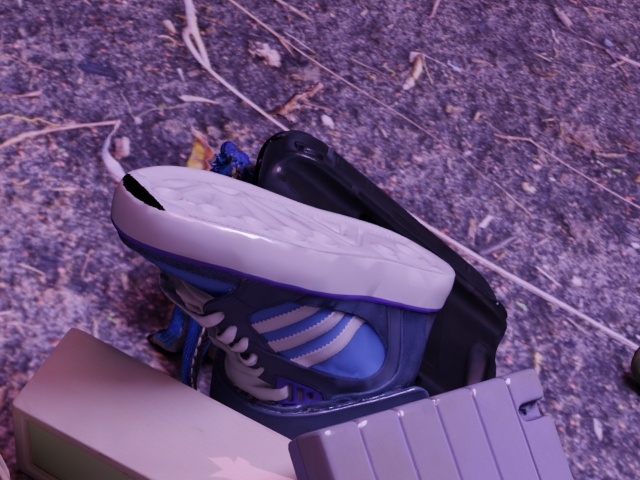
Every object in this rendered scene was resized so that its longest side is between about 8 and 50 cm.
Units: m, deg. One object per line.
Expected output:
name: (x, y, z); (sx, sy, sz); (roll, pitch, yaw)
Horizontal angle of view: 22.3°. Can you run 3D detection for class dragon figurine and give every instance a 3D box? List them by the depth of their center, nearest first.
dragon figurine: (-0.089, 0.029, 1.431); (0.085, 0.144, 0.289); (18, 35, -8)

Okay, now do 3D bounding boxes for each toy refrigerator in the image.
toy refrigerator: (-0.099, 0.183, 1.227); (0.269, 0.102, 0.094); (26, 54, 11)

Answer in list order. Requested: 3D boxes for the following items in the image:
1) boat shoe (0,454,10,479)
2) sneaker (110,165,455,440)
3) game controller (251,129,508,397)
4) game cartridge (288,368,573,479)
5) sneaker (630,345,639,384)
boat shoe: (-0.284, 0.160, 1.175); (0.121, 0.110, 0.341); (-11, 48, -39)
sneaker: (-0.057, 0.088, 1.247); (0.323, 0.236, 0.130); (14, 20, -41)
game controller: (0.054, 0.037, 1.468); (0.319, 0.067, 0.166); (38, 52, -29)
game cartridge: (0.118, 0.285, 1.162); (0.230, 0.068, 0.355); (-12, 79, -34)
sneaker: (0.389, 0.173, 1.593); (0.192, 0.064, 0.086); (32, 31, 6)
